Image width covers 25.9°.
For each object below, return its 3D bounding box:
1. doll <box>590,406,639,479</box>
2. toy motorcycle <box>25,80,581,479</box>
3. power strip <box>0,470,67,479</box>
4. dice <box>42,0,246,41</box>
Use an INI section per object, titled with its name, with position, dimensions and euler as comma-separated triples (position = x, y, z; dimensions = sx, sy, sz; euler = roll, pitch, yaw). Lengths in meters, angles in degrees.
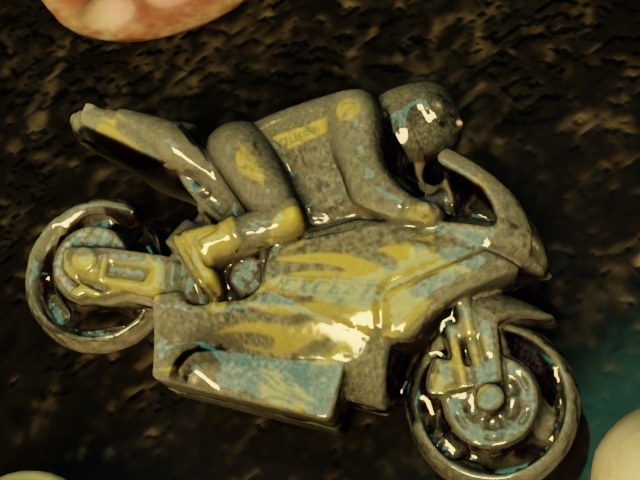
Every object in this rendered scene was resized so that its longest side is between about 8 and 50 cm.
[doll]
position = 0.231, 0.147, 0.216
dimensions = 0.365, 0.187, 0.376
euler = -36, 75, 34
[toy motorcycle]
position = 0.000, 0.000, 0.453
dimensions = 0.193, 0.061, 0.124
euler = 17, 77, 16
[power strip]
position = -0.169, 0.165, 0.424
dimensions = 0.265, 0.059, 0.193
euler = -36, 62, -2
[dice]
position = -0.069, -0.136, 0.519
dimensions = 0.093, 0.094, 0.091
euler = -20, 58, 6
